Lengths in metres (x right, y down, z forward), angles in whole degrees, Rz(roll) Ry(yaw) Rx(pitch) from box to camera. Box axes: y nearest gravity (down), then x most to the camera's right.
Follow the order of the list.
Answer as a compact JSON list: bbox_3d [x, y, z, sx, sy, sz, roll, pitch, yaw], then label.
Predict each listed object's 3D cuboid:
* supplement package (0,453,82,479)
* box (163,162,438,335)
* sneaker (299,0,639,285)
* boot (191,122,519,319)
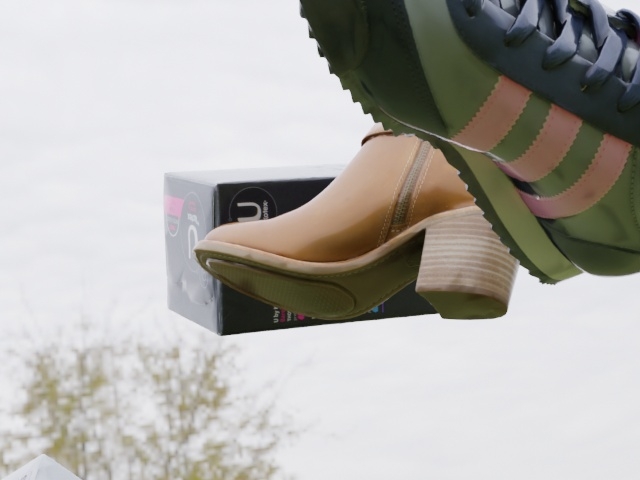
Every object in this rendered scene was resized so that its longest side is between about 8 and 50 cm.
[{"bbox_3d":[-0.254,0.294,1.009,0.244,0.139,0.134,-33,-62,31],"label":"supplement package"},{"bbox_3d":[0.000,0.000,1.272,0.270,0.143,0.165,-4,7,-24],"label":"box"},{"bbox_3d":[0.105,-0.079,0.566,0.131,0.112,0.319,-7,-26,31],"label":"sneaker"},{"bbox_3d":[0.043,-0.052,1.093,0.284,0.220,0.109,0,-26,27],"label":"boot"}]
